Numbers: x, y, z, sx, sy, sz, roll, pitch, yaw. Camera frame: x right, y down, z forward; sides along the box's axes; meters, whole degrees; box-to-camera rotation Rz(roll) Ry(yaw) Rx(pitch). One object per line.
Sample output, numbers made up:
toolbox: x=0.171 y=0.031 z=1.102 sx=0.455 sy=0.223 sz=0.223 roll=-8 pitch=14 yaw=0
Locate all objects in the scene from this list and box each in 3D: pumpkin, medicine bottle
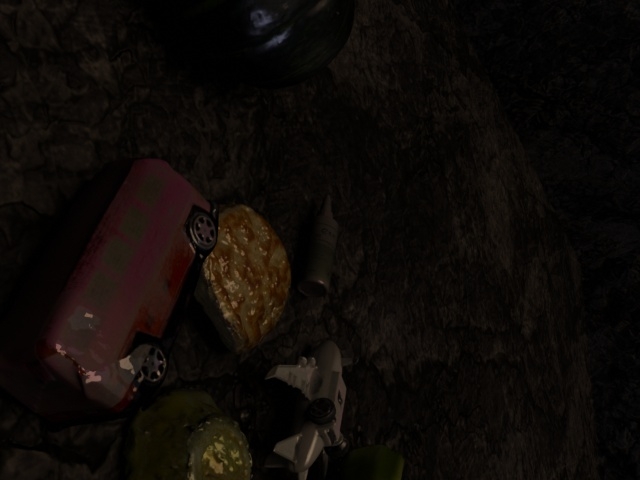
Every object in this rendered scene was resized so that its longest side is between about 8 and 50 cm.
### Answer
pumpkin: x=-0.089 y=-0.384 z=0.995 sx=0.323 sy=0.241 sz=0.323 roll=55 pitch=20 yaw=-32
medicine bottle: x=0.000 y=0.000 z=1.177 sx=0.057 sy=0.057 sz=0.199 roll=47 pitch=41 yaw=-41

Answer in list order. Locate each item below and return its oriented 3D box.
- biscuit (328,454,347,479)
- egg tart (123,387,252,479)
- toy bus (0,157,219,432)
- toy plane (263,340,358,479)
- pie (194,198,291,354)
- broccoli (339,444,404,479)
biscuit: x=0.065 y=0.445 z=1.112 sx=0.194 sy=0.053 sz=0.195 roll=30 pitch=54 yaw=-52
egg tart: x=-0.142 y=0.266 z=0.807 sx=0.197 sy=0.078 sz=0.197 roll=35 pitch=49 yaw=-53
toy bus: x=-0.214 y=0.042 z=0.721 sx=0.147 sy=0.127 sz=0.303 roll=48 pitch=40 yaw=-35
toy plane: x=-0.003 y=0.248 z=1.028 sx=0.255 sy=0.101 sz=0.251 roll=-65 pitch=145 yaw=-47
pie: x=-0.116 y=0.049 z=0.932 sx=0.205 sy=0.084 sz=0.179 roll=62 pitch=34 yaw=-27
broccoli: x=0.032 y=0.432 z=0.843 sx=0.274 sy=0.353 sz=0.397 roll=24 pitch=68 yaw=-3
